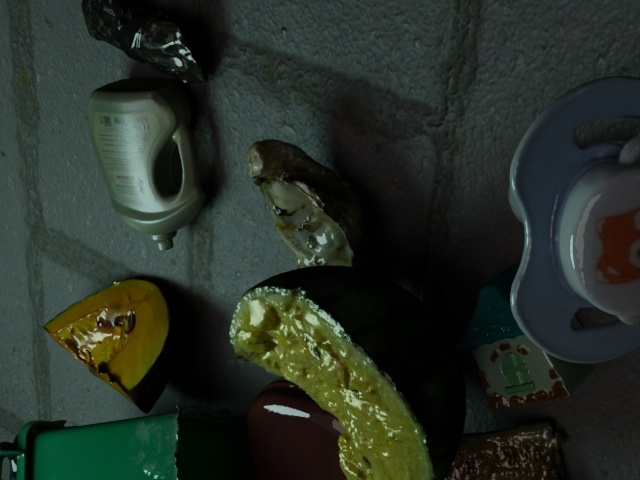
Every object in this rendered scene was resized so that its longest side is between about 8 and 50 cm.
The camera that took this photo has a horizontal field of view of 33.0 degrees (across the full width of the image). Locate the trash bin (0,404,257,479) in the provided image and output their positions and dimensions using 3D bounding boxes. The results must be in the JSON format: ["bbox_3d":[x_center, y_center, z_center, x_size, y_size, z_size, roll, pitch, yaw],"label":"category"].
[{"bbox_3d":[-0.299,0.385,1.676,0.381,0.295,0.259,-20,63,34],"label":"trash bin"}]

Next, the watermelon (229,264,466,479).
[{"bbox_3d":[0.059,0.147,1.317,0.330,0.189,0.331,29,141,26],"label":"watermelon"}]

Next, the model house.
[{"bbox_3d":[0.238,0.110,1.275,0.127,0.100,0.149,-22,94,44],"label":"model house"}]

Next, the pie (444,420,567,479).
[{"bbox_3d":[0.186,0.306,1.400,0.282,0.068,0.129,-14,103,20],"label":"pie"}]

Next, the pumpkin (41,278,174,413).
[{"bbox_3d":[-0.303,0.165,1.769,0.312,0.169,0.148,24,160,45],"label":"pumpkin"}]

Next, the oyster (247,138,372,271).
[{"bbox_3d":[-0.002,-0.004,1.438,0.166,0.094,0.294,18,140,28],"label":"oyster"}]

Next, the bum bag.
[{"bbox_3d":[-0.253,-0.292,1.508,0.248,0.069,0.102,25,162,27],"label":"bum bag"}]

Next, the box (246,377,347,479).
[{"bbox_3d":[0.025,0.386,1.589,0.263,0.108,0.404,6,115,36],"label":"box"}]

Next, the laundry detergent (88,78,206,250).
[{"bbox_3d":[-0.247,-0.105,1.585,0.181,0.091,0.254,6,115,33],"label":"laundry detergent"}]

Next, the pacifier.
[{"bbox_3d":[0.285,-0.032,1.127,0.233,0.244,0.300,-141,45,-62],"label":"pacifier"}]
